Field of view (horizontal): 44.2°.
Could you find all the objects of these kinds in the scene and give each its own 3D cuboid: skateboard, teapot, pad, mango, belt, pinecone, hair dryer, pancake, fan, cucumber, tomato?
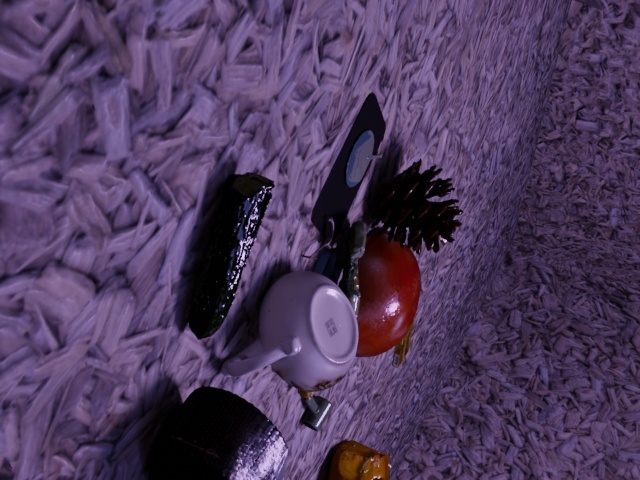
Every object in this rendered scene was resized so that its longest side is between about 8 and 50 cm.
[{"bbox_3d":[0.000,0.000,1.419,0.083,0.032,0.064,-42,141,-50],"label":"skateboard"},{"bbox_3d":[-0.034,0.156,1.325,0.298,0.139,0.204,-17,91,-54],"label":"teapot"},{"bbox_3d":[0.057,-0.130,1.471,0.267,0.004,0.181,-64,161,-10],"label":"pad"},{"bbox_3d":[0.108,0.675,2.243,0.199,0.201,0.350,-24,158,-9],"label":"mango"},{"bbox_3d":[-0.146,0.339,1.174,0.289,0.184,0.164,100,17,-46],"label":"belt"},{"bbox_3d":[0.210,-0.065,1.670,0.208,0.208,0.208,-53,156,-36],"label":"pinecone"},{"bbox_3d":[-0.018,0.369,1.759,0.071,0.047,0.150,-58,152,-23],"label":"hair dryer"},{"bbox_3d":[0.061,0.081,1.534,0.253,0.037,0.253,7,90,-90],"label":"pancake"},{"bbox_3d":[0.087,-0.158,1.503,0.175,0.005,0.113,-20,128,-63],"label":"fan"},{"bbox_3d":[-0.129,0.027,1.057,0.067,0.067,0.245,-6,117,-68],"label":"cucumber"},{"bbox_3d":[0.146,0.138,1.797,0.338,0.144,0.338,-56,159,-35],"label":"tomato"}]

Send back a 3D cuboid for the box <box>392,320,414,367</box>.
[{"bbox_3d":[0.260,0.321,2.471,0.089,0.022,0.156,-50,154,-44],"label":"box"}]

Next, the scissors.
[{"bbox_3d":[-0.027,0.140,1.498,0.256,0.030,0.125,-61,159,-25],"label":"scissors"}]

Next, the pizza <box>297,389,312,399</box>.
[{"bbox_3d":[-0.005,0.247,1.648,0.175,0.046,0.134,-64,160,-10],"label":"pizza"}]
